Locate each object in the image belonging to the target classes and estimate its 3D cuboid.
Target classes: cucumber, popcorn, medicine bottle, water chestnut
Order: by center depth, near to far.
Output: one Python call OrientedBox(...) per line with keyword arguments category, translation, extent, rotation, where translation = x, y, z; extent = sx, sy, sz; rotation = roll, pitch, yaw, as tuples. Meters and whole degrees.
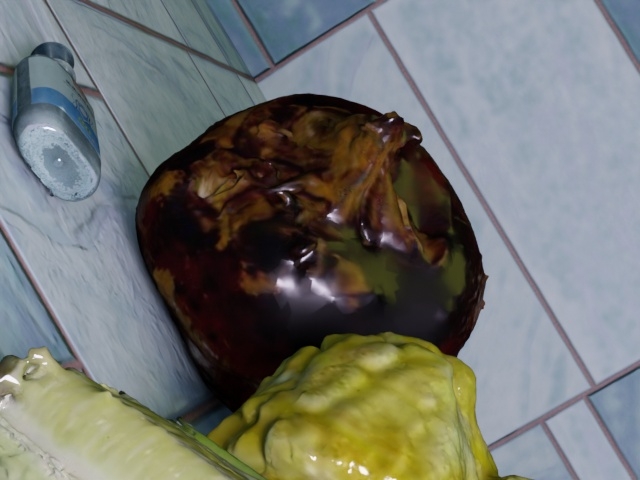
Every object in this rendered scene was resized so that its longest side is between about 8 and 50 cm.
OrientedBox(category="cucumber", translation=(-0.038, 0.172, 0.676), extent=(0.325, 0.105, 0.145), rotation=(26, -8, 37))
OrientedBox(category="popcorn", translation=(0.027, 0.189, 0.934), extent=(0.270, 0.257, 0.224), rotation=(-122, -156, -44))
OrientedBox(category="medicine bottle", translation=(-0.231, -0.114, 1.213), extent=(0.090, 0.053, 0.208), rotation=(54, 9, -32))
OrientedBox(category="water chestnut", translation=(0.000, 0.000, 1.276), extent=(0.335, 0.335, 0.347), rotation=(63, -23, 27))

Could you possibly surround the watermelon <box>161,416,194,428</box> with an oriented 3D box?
OrientedBox(category="watermelon", translation=(-0.105, 0.153, 0.966), extent=(0.085, 0.061, 0.085), rotation=(47, 13, -14))
